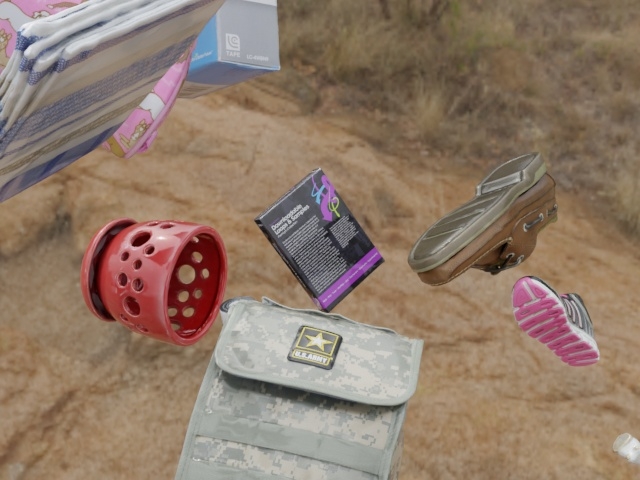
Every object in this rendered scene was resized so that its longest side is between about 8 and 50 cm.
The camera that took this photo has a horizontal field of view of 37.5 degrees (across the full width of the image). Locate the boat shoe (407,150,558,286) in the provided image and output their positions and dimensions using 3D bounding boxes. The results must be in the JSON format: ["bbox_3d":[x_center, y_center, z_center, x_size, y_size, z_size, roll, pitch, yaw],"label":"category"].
[{"bbox_3d":[0.225,-0.010,1.189,0.111,0.104,0.307,-16,15,46],"label":"boat shoe"}]

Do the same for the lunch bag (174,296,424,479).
[{"bbox_3d":[-0.020,0.211,1.075,0.235,0.169,0.287,11,69,7],"label":"lunch bag"}]

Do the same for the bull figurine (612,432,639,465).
[{"bbox_3d":[0.355,0.235,0.826,0.188,0.101,0.310,38,14,-5],"label":"bull figurine"}]

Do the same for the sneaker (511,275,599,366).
[{"bbox_3d":[0.296,0.090,1.200,0.063,0.170,0.075,-30,34,31],"label":"sneaker"}]

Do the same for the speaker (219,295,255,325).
[{"bbox_3d":[-0.108,0.154,1.383,0.055,0.136,0.055,-9,21,4],"label":"speaker"}]

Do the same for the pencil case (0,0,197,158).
[{"bbox_3d":[-0.316,-0.230,0.962,0.386,0.167,0.160,27,70,-20],"label":"pencil case"}]

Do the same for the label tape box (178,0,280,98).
[{"bbox_3d":[-0.175,-0.403,1.396,0.115,0.347,0.249,2,-4,-37],"label":"label tape box"}]

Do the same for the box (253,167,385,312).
[{"bbox_3d":[0.000,0.000,1.275,0.116,0.162,0.029,-41,16,-22],"label":"box"}]

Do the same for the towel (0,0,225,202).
[{"bbox_3d":[-0.189,-0.109,0.721,0.034,0.285,0.209,53,48,-2],"label":"towel"}]

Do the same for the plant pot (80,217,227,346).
[{"bbox_3d":[-0.262,0.058,1.477,0.174,0.191,0.191,9,37,25],"label":"plant pot"}]
